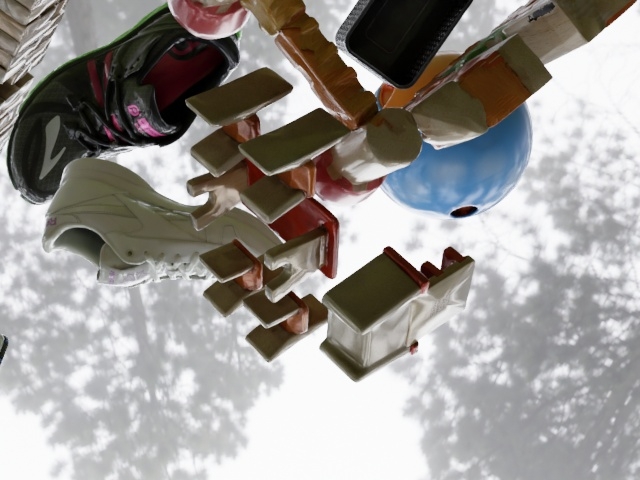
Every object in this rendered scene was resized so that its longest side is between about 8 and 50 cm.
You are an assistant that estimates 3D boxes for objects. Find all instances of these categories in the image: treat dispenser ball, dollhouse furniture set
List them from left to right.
[{"bbox_3d":[0.000,0.000,0.870,0.135,0.262,0.259,-31,-125,-28],"label":"dollhouse furniture set"},{"bbox_3d":[0.215,-0.178,1.592,0.288,0.288,0.288,1,-127,-1],"label":"treat dispenser ball"}]

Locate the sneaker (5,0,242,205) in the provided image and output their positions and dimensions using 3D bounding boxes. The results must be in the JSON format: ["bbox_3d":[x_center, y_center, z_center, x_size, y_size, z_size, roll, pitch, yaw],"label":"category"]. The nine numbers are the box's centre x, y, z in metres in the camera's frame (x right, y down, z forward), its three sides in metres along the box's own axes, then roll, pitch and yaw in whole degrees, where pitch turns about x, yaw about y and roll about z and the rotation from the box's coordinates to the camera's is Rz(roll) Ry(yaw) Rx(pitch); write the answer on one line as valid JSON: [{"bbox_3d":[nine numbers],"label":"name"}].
[{"bbox_3d":[-0.333,-0.228,1.556,0.483,0.185,0.202,-39,-144,7],"label":"sneaker"}]

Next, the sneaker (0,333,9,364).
[{"bbox_3d":[-0.502,0.205,1.286,0.081,0.080,0.211,29,-143,-22],"label":"sneaker"}]

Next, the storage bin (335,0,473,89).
[{"bbox_3d":[0.118,-0.319,1.333,0.122,0.180,0.084,33,-172,-16],"label":"storage bin"}]

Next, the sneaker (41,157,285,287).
[{"bbox_3d":[-0.184,0.015,1.121,0.305,0.114,0.152,19,-128,-1],"label":"sneaker"}]

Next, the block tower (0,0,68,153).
[{"bbox_3d":[-0.317,-0.174,0.869,0.097,0.335,0.091,35,-144,-8],"label":"block tower"}]

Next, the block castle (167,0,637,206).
[{"bbox_3d":[0.108,-0.272,0.937,0.453,0.213,0.303,-40,-83,-16],"label":"block castle"}]
